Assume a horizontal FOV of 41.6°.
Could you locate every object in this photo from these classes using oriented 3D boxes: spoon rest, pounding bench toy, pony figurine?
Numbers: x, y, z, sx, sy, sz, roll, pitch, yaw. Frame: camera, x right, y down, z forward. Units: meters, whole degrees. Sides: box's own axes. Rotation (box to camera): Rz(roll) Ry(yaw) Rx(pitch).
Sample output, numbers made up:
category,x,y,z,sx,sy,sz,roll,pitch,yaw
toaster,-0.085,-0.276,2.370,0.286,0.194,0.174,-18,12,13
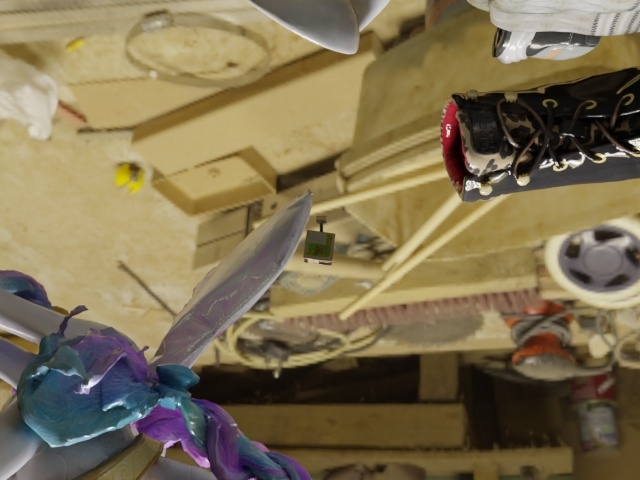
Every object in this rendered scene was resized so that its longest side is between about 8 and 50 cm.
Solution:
category,x,y,z,sx,sy,sz,roll,pitch,yaw
spoon rest,0.004,-0.242,0.890,0.137,0.276,0.084,35,118,10
pounding bench toy,0.000,0.000,1.535,0.052,0.083,0.065,7,170,1
pony figurine,-0.148,0.102,0.548,0.364,0.351,0.302,22,109,-12

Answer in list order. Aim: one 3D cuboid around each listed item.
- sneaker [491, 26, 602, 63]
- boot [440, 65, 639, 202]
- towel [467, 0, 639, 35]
category,x,y,z,sx,sy,sz,roll,pitch,yaw
sneaker,0.248,-0.244,0.915,0.108,0.271,0.100,11,118,8
boot,0.283,-0.115,0.860,0.284,0.138,0.377,-8,-173,1
towel,0.210,-0.095,0.311,0.312,0.056,0.324,0,-167,10
